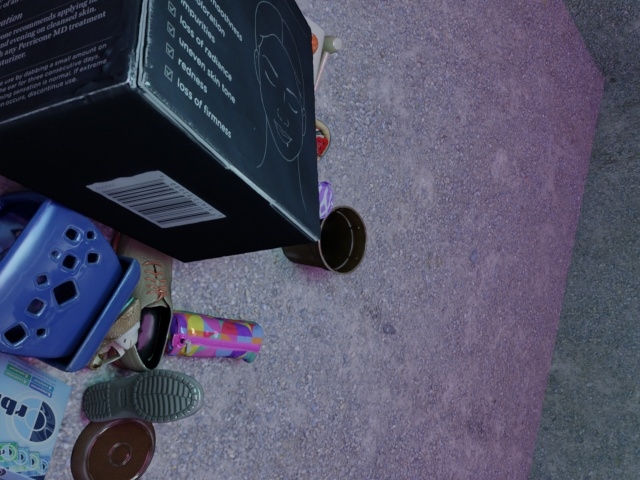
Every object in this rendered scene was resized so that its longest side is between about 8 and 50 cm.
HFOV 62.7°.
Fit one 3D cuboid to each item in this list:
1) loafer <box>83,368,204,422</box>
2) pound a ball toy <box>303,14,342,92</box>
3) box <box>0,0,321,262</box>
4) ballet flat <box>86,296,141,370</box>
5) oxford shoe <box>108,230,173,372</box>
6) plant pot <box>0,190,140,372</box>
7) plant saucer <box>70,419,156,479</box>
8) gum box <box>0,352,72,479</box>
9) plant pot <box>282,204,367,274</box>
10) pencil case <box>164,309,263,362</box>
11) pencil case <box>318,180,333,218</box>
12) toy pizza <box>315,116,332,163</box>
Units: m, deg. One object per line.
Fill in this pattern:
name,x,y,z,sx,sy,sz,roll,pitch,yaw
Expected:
loafer,-0.315,0.288,0.973,0.087,0.252,0.094,31,55,-64
pound a ball toy,-0.041,-0.401,1.281,0.208,0.136,0.318,20,77,-42
box,-0.221,-0.266,0.825,0.480,0.298,0.471,42,43,-60
ballet flat,-0.366,0.172,0.940,0.067,0.206,0.073,48,32,-8
oxford shoe,-0.325,0.082,1.018,0.123,0.130,0.347,3,89,-44
plant pot,-0.448,0.073,0.840,0.212,0.236,0.235,46,59,-41
plant saucer,-0.395,0.415,1.026,0.169,0.029,0.168,-2,92,-44
gum box,-0.498,0.283,0.844,0.157,0.041,0.184,46,20,-33
plant pot,0.000,0.000,1.303,0.167,0.165,0.166,0,89,-44
pencil case,-0.234,0.209,1.129,0.237,0.105,0.104,15,80,-43
pencil case,-0.065,-0.103,1.218,0.086,0.206,0.088,24,82,-50
toy pizza,-0.066,-0.213,1.231,0.201,0.201,0.032,14,45,-43
